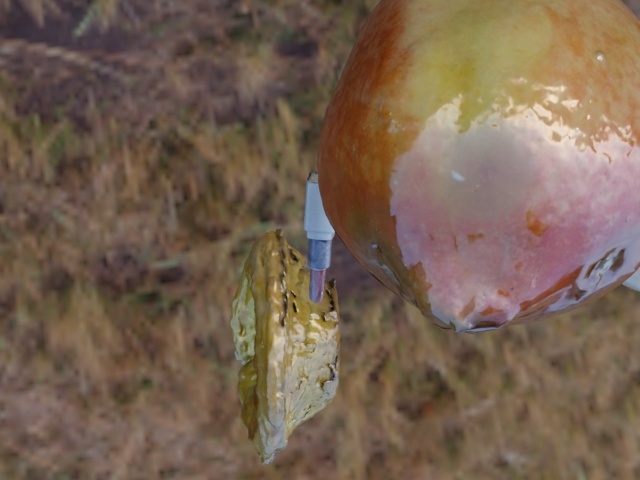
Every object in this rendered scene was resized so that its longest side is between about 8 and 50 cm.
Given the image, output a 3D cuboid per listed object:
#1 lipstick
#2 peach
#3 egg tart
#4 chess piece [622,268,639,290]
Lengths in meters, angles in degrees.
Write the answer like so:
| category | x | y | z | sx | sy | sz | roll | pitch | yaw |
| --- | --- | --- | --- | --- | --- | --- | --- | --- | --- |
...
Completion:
| category | x | y | z | sx | sy | sz | roll | pitch | yaw |
| --- | --- | --- | --- | --- | --- | --- | --- | --- | --- |
| lipstick | 0.000 | 0.000 | 1.471 | 0.025 | 0.025 | 0.107 | 5 | 112 | 7 |
| peach | 0.108 | -0.045 | 1.132 | 0.232 | 0.257 | 0.232 | 6 | 149 | 4 |
| egg tart | -0.034 | 0.107 | 1.886 | 0.106 | 0.241 | 0.241 | 1 | 148 | -8 |
| chess piece | 0.226 | -0.016 | 1.460 | 0.094 | 0.170 | 0.094 | -9 | 111 | -23 |
